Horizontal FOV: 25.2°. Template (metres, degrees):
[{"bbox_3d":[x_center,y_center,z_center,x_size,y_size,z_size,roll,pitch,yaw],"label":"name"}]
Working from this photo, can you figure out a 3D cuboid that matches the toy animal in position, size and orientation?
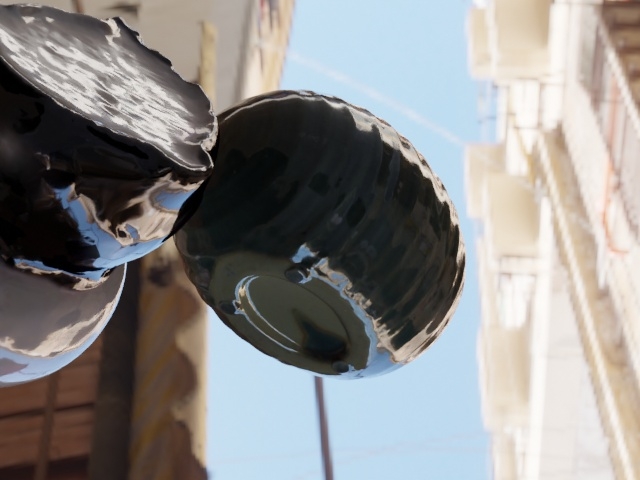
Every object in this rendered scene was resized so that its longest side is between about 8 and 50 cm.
[{"bbox_3d":[-0.182,-0.018,0.861,0.187,0.235,0.165,1,-133,-52],"label":"toy animal"}]

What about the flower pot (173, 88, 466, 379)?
[{"bbox_3d":[0.000,0.000,1.039,0.189,0.243,0.157,-21,-143,39],"label":"flower pot"}]
